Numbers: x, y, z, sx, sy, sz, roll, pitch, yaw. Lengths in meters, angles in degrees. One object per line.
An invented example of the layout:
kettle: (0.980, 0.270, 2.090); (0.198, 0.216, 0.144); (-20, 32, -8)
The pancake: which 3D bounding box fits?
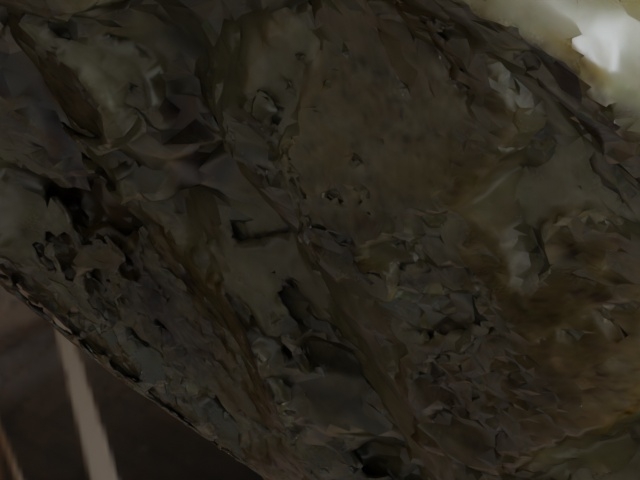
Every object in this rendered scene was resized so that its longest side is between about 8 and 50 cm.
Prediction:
pancake: (-0.001, -0.001, 0.524); (0.082, 0.387, 0.387); (-56, 138, -23)
